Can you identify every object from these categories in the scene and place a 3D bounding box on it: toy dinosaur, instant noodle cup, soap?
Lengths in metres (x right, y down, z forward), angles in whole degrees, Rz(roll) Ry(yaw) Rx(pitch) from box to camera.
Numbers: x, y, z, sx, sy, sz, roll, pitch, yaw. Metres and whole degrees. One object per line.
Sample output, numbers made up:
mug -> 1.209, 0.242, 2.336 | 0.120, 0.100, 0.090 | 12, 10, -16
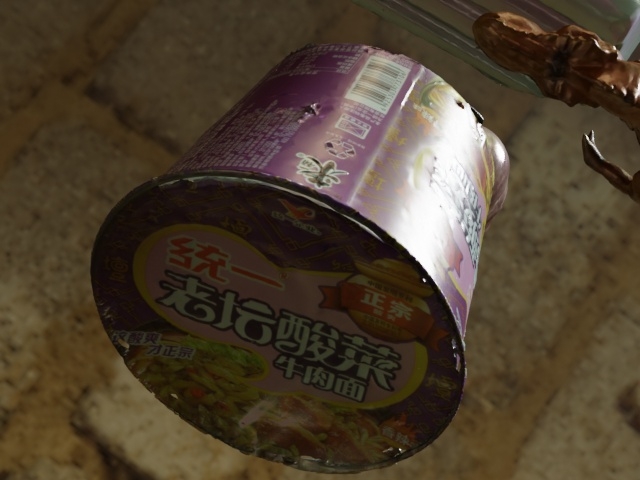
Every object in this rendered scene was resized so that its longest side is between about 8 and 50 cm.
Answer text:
toy dinosaur -> 0.263, 0.004, 0.821 | 0.097, 0.432, 0.208 | -51, 180, 18
instant noodle cup -> 0.000, 0.000, 1.360 | 0.340, 0.340, 0.266 | -52, -173, 43
soap -> 0.096, -0.184, 0.941 | 0.091, 0.230, 0.145 | -54, 170, -18

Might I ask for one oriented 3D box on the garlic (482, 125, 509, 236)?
garlic -> 0.089, -0.053, 1.658 | 0.245, 0.245, 0.160 | 128, -27, -51
